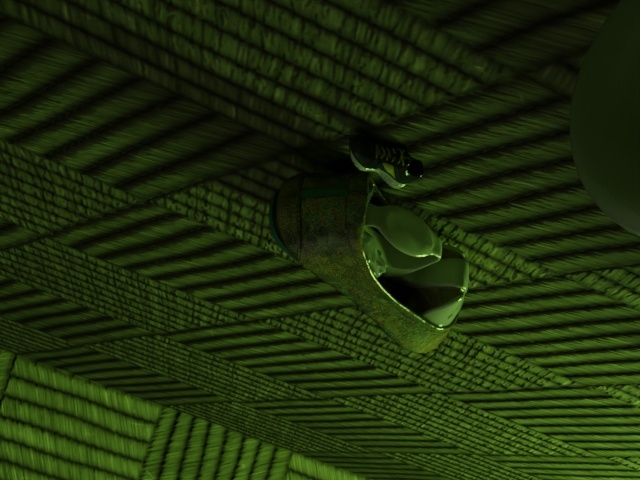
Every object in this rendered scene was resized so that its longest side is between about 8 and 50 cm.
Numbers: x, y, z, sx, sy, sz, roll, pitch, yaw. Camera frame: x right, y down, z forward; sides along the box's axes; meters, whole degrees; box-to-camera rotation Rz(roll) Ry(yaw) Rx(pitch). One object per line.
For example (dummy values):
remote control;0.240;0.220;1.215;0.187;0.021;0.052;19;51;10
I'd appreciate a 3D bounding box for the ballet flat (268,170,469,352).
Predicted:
ballet flat;0.081;0.025;1.427;0.123;0.123;0.348;4;161;33

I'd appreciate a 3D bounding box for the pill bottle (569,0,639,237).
pill bottle;0.322;-0.032;0.863;0.334;0.188;0.188;26;161;-33

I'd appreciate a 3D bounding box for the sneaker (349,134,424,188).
sneaker;0.058;-0.073;1.258;0.035;0.031;0.083;-17;151;38
